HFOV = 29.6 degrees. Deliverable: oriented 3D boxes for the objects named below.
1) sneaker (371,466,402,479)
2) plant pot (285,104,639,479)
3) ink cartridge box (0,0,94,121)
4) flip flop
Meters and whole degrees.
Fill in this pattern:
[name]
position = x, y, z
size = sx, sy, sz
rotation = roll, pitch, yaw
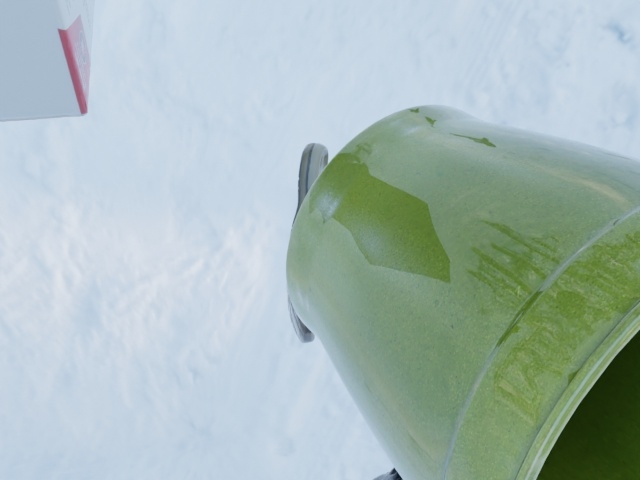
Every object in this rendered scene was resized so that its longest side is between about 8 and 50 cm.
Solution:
[sneaker]
position = 0.150, 0.312, 1.515
size = 0.185, 0.202, 0.483
rotation = 40, 94, -27
[plant pot]
position = 0.161, 0.064, 0.956
size = 0.366, 0.366, 0.353
rotation = -41, 47, -10
[ink cartridge box]
position = -0.268, -0.269, 1.058
size = 0.114, 0.197, 0.272
rotation = -4, 52, -1
[flip flop]
position = 0.000, 0.000, 1.607
size = 0.080, 0.112, 0.277
rotation = 7, 65, 0
